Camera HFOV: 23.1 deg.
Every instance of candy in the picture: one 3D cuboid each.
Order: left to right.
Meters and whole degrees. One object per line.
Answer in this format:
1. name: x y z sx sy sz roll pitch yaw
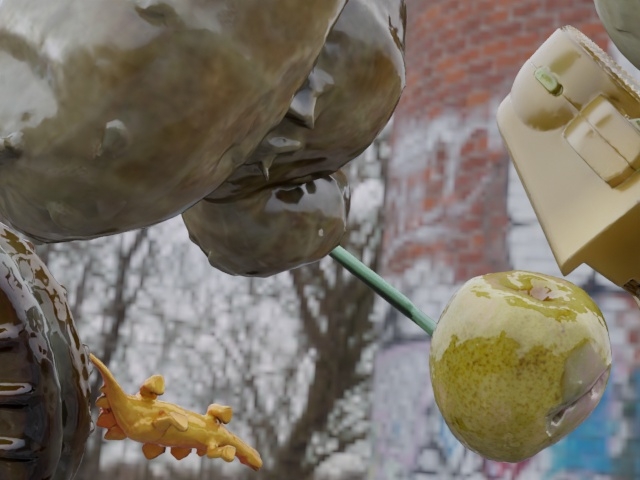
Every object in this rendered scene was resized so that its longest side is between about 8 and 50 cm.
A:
1. candy: 0.000 0.000 1.985 0.440 0.119 0.119 38 5 30

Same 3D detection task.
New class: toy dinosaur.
1. toy dinosaur: -0.190 0.200 1.758 0.288 0.070 0.117 30 -40 -25

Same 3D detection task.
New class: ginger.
1. ginger: -0.046 -0.086 0.856 0.155 0.244 0.304 33 4 28

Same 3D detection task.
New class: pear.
1. pear: 0.179 0.116 1.425 0.178 0.178 0.178 4 -13 1

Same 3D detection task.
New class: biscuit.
1. biscuit: -0.351 0.143 1.544 0.268 0.366 0.115 4 14 30

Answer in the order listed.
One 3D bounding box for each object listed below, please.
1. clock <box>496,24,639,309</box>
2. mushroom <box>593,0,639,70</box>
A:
1. clock: 0.311 -0.084 1.651 0.200 0.317 0.244 -43 -47 14
2. mushroom: 0.404 -0.281 1.381 0.336 0.314 0.314 2 -12 35
